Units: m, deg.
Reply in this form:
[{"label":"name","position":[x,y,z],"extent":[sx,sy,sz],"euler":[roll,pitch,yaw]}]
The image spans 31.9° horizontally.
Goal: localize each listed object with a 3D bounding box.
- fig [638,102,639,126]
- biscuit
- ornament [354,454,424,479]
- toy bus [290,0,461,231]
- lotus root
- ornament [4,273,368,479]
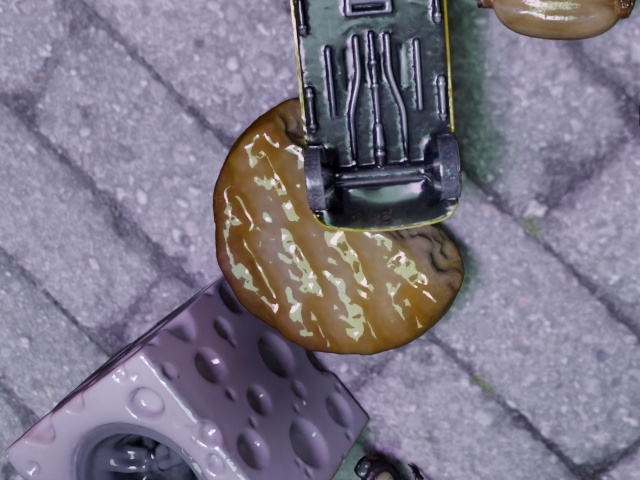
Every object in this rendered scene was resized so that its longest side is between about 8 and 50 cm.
[{"label":"fig","position":[0.353,-0.058,0.919],"extent":[0.233,0.233,0.314],"euler":[29,137,8]},{"label":"biscuit","position":[0.000,-0.001,1.155],"extent":[0.213,0.091,0.274],"euler":[-38,96,28]},{"label":"ornament","position":[0.115,0.311,1.227],"extent":[0.153,0.166,0.196],"euler":[-40,78,29]},{"label":"toy bus","position":[0.046,-0.179,1.019],"extent":[0.144,0.152,0.330],"euler":[-4,110,4]},{"label":"lotus root","position":[0.204,-0.215,0.996],"extent":[0.150,0.062,0.073],"euler":[10,108,18]},{"label":"ornament","position":[-0.138,0.213,1.217],"extent":[0.240,0.240,0.239],"euler":[-36,95,30]}]
